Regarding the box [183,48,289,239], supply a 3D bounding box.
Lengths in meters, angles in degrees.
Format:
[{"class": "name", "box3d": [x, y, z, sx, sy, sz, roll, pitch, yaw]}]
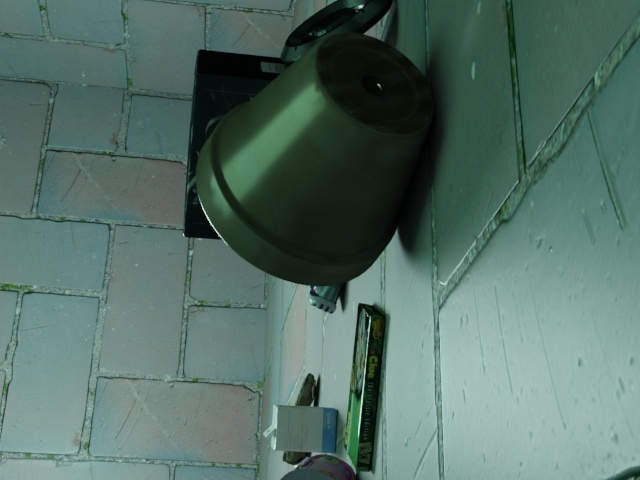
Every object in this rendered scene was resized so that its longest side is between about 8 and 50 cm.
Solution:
[{"class": "box", "box3d": [-0.073, -0.166, 1.804, 0.179, 0.343, 0.313, -102, 18, -65]}]

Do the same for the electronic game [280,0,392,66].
[{"class": "electronic game", "box3d": [0.028, -0.384, 1.752, 0.048, 0.229, 0.229, 56, -170, -24]}]

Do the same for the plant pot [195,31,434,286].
[{"class": "plant pot", "box3d": [0.014, -0.140, 1.413, 0.280, 0.323, 0.323, 127, 151, -47]}]

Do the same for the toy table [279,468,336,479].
[{"class": "toy table", "box3d": [-0.025, 0.499, 1.501, 0.274, 0.252, 0.161, -77, 11, -70]}]

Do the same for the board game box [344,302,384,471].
[{"class": "board game box", "box3d": [0.073, 0.244, 1.641, 0.136, 0.030, 0.260, -147, 62, -79]}]

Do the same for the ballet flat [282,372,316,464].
[{"class": "ballet flat", "box3d": [-0.039, 0.433, 2.330, 0.084, 0.058, 0.250, -44, -31, -68]}]

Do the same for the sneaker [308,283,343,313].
[{"class": "sneaker", "box3d": [0.016, 0.072, 2.095, 0.098, 0.083, 0.224, -62, 19, 15]}]

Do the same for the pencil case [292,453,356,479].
[{"class": "pencil case", "box3d": [-0.009, 0.530, 1.733, 0.124, 0.124, 0.284, -108, 24, -71]}]

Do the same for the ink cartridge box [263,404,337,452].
[{"class": "ink cartridge box", "box3d": [-0.044, 0.388, 2.005, 0.092, 0.143, 0.090, 140, 134, -79]}]
